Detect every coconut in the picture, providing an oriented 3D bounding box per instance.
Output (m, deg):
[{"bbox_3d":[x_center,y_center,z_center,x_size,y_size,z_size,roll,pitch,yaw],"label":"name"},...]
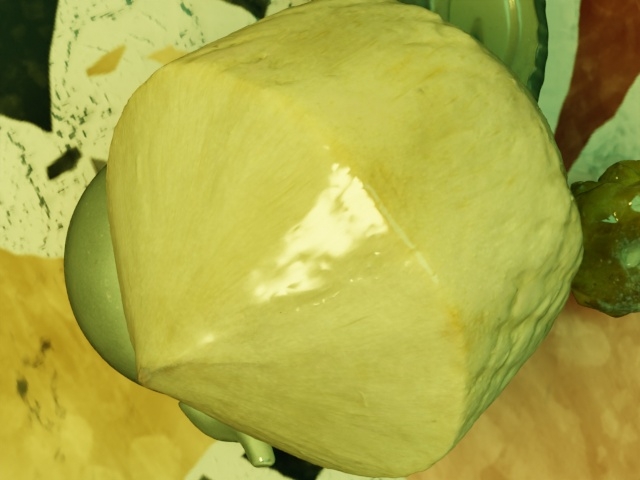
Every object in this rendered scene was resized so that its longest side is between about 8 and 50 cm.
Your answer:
[{"bbox_3d":[0.000,0.000,1.214,0.328,0.329,0.329,4,82,-31],"label":"coconut"}]

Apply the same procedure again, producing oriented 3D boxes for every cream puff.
[{"bbox_3d":[0.258,-0.011,1.616,0.146,0.146,0.116,34,30,-24],"label":"cream puff"}]

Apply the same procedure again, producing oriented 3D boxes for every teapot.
[{"bbox_3d":[-0.086,0.016,1.389,0.193,0.129,0.294,-5,87,-33],"label":"teapot"}]

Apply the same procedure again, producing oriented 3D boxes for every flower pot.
[{"bbox_3d":[0.084,-0.154,1.497,0.189,0.157,0.243,7,79,-29],"label":"flower pot"}]
